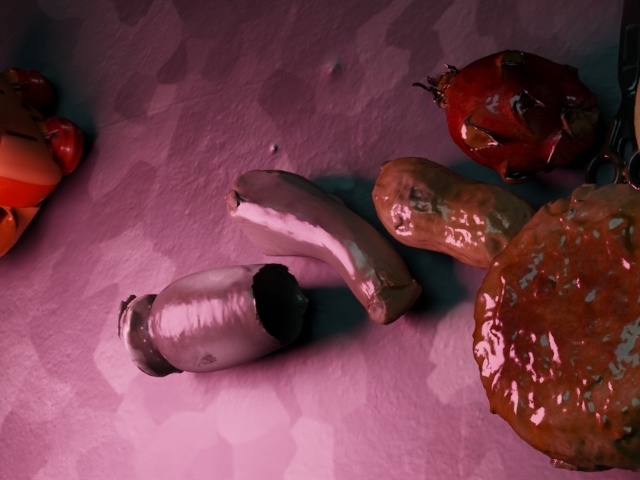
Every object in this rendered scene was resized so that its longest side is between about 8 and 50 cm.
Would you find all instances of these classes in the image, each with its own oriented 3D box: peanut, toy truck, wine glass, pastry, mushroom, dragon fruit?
[{"bbox_3d":[0.131,-0.024,1.404,0.214,0.099,0.099,24,89,35],"label":"peanut"},{"bbox_3d":[-0.452,-0.102,1.824,0.239,0.189,0.265,-53,50,21],"label":"toy truck"},{"bbox_3d":[-0.117,0.087,1.534,0.204,0.111,0.111,-16,65,36],"label":"wine glass"},{"bbox_3d":[0.251,0.080,1.250,0.235,0.121,0.257,20,89,44],"label":"pastry"},{"bbox_3d":[0.000,-0.003,1.491,0.278,0.099,0.096,30,99,37],"label":"mushroom"},{"bbox_3d":[0.172,-0.134,1.403,0.246,0.125,0.125,36,112,56],"label":"dragon fruit"}]

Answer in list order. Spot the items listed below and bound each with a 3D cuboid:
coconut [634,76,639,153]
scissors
[{"bbox_3d":[0.391,-0.086,1.062,0.281,0.328,0.328,5,77,37],"label":"coconut"},{"bbox_3d":[0.299,-0.147,1.358,0.088,0.017,0.220,-8,69,39],"label":"scissors"}]
